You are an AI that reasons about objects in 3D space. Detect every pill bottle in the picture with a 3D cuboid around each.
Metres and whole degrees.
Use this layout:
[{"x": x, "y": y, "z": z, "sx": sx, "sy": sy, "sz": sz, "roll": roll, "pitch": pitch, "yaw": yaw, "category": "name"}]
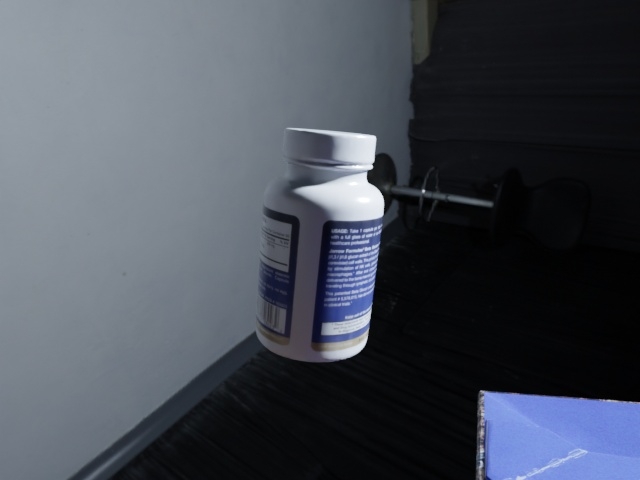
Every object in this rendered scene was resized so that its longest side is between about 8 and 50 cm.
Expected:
[{"x": 0.000, "y": 0.000, "z": 0.370, "sx": 0.094, "sy": 0.094, "sz": 0.169, "roll": -12, "pitch": 113, "yaw": -49, "category": "pill bottle"}]

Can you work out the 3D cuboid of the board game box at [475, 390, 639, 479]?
[{"x": 0.231, "y": 0.278, "z": 0.323, "sx": 0.141, "sy": 0.232, "sz": 0.291, "roll": -29, "pitch": 117, "yaw": -68, "category": "board game box"}]
